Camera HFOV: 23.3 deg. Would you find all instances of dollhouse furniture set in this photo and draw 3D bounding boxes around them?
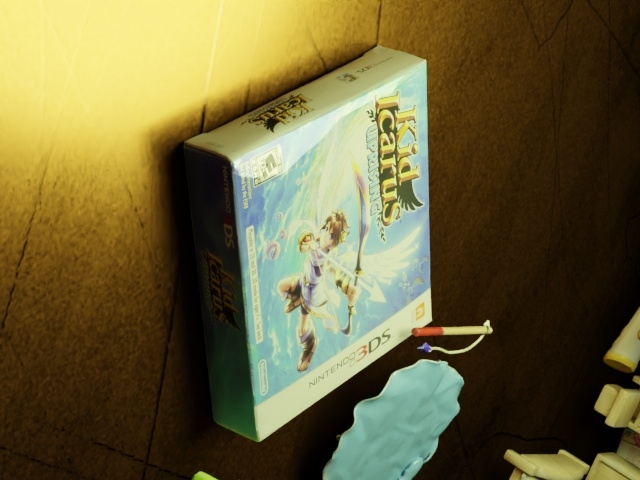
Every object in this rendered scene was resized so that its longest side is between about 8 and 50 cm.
[{"bbox_3d":[0.306,0.315,1.744,0.355,0.173,0.303,8,108,-53],"label":"dollhouse furniture set"}]

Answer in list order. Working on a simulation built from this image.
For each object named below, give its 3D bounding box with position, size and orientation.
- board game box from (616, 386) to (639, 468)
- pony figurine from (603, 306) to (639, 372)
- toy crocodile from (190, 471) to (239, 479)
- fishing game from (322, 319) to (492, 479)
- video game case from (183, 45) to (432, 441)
[{"bbox_3d":[0.491,0.289,1.955,0.097,0.224,0.303,15,95,-53],"label":"board game box"},{"bbox_3d":[0.467,-0.024,1.780,0.351,0.302,0.364,94,21,-77],"label":"pony figurine"},{"bbox_3d":[-0.032,0.295,1.392,0.105,0.115,0.340,-55,143,-21],"label":"toy crocodile"},{"bbox_3d":[0.067,0.184,1.505,0.189,0.041,0.264,2,121,-52],"label":"fishing game"},{"bbox_3d":[0.000,0.000,1.333,0.244,0.061,0.270,-32,130,-40],"label":"video game case"}]
